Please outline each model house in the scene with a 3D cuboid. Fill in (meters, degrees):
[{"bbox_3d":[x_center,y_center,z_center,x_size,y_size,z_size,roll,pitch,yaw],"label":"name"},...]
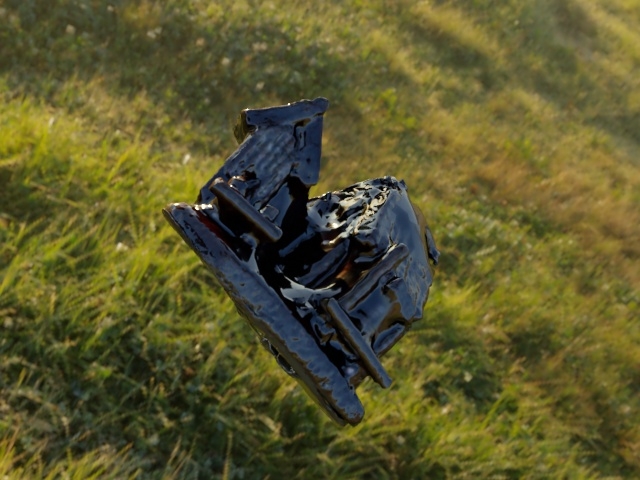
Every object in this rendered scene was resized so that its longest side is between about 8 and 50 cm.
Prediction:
[{"bbox_3d":[0.001,-0.002,0.663,0.203,0.164,0.141,54,-11,-29],"label":"model house"}]
